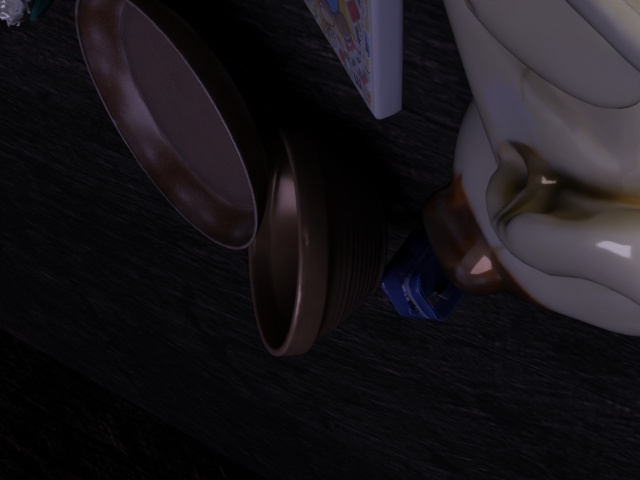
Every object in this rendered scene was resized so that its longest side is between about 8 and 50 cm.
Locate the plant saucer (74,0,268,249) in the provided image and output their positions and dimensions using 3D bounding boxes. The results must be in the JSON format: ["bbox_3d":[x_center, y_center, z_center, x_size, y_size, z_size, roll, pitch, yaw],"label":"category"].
[{"bbox_3d":[-0.148,-0.133,1.108,0.310,0.050,0.311,44,157,24],"label":"plant saucer"}]

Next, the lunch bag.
[{"bbox_3d":[0.114,0.037,1.097,0.065,0.098,0.067,0,135,48],"label":"lunch bag"}]

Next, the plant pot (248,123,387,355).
[{"bbox_3d":[0.000,0.000,1.101,0.109,0.237,0.237,1,162,-16],"label":"plant pot"}]

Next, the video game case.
[{"bbox_3d":[0.001,-0.226,0.724,0.227,0.026,0.206,82,163,-59],"label":"video game case"}]

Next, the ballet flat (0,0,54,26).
[{"bbox_3d":[-0.243,-0.294,0.901,0.147,0.147,0.409,43,154,-16],"label":"ballet flat"}]

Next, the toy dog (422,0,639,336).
[{"bbox_3d":[0.163,-0.094,0.588,0.395,0.284,0.408,38,159,27],"label":"toy dog"}]

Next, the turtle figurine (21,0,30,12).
[{"bbox_3d":[-0.308,-0.266,0.802,0.234,0.118,0.175,48,155,30],"label":"turtle figurine"}]
